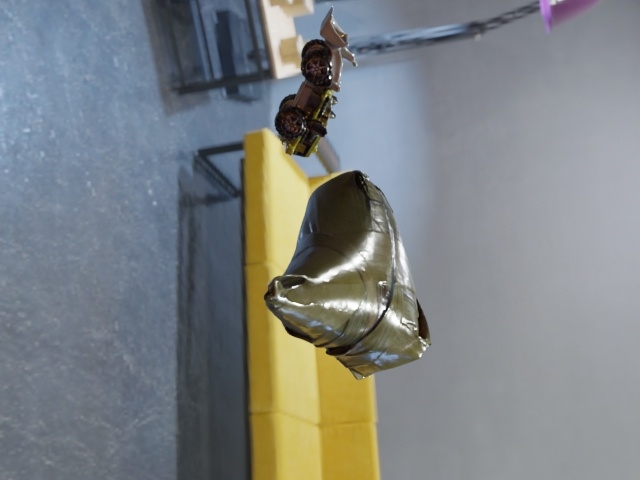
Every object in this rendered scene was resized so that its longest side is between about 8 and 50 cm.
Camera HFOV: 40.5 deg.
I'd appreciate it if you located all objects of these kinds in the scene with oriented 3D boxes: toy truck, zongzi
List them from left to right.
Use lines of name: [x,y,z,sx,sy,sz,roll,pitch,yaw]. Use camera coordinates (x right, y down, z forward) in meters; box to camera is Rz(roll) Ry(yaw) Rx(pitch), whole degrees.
toy truck: [-0.004,-0.296,1.662,0.136,0.111,0.286,-88,-159,-66]
zongzi: [0.000,0.000,0.953,0.289,0.123,0.260,35,36,-49]
